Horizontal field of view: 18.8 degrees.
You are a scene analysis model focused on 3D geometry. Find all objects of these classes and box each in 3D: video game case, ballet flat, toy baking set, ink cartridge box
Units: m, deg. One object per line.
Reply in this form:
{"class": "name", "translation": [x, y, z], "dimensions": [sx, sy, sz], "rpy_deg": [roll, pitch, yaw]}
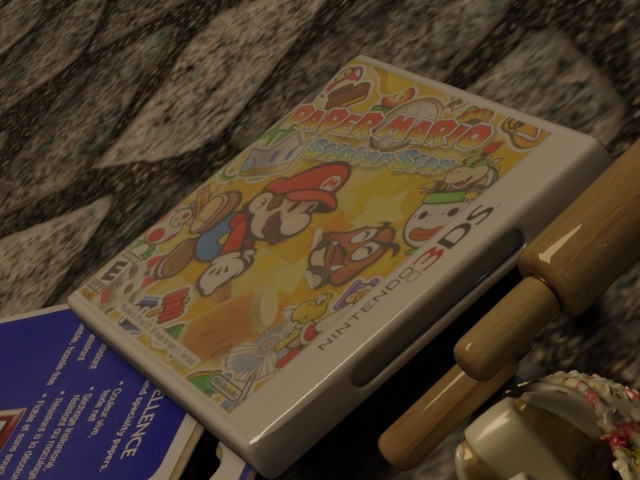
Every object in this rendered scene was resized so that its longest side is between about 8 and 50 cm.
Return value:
{"class": "video game case", "translation": [0.000, 0.000, 0.915], "dimensions": [0.206, 0.026, 0.227], "rpy_deg": [-41, 28, -12]}
{"class": "ballet flat", "translation": [0.085, 0.095, 0.655], "dimensions": [0.091, 0.077, 0.241], "rpy_deg": [-40, 22, 10]}
{"class": "toy baking set", "translation": [0.108, -0.005, 0.750], "dimensions": [0.256, 0.030, 0.197], "rpy_deg": [-43, -4, -12]}
{"class": "ink cartridge box", "translation": [-0.133, 0.144, 0.932], "dimensions": [0.307, 0.072, 0.304], "rpy_deg": [-11, 36, 34]}
